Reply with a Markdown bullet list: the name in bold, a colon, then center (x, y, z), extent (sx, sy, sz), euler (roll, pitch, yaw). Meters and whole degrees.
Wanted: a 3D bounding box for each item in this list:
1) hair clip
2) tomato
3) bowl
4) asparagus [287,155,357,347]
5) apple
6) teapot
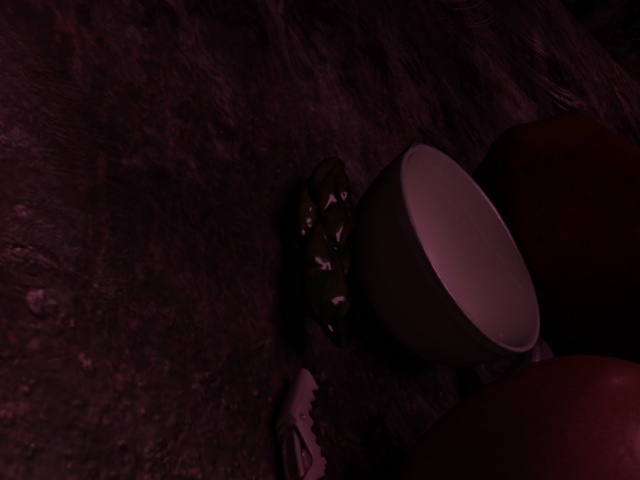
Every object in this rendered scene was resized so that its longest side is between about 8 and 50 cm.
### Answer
- **hair clip**: center (-0.020, 0.209, 0.879), extent (0.072, 0.034, 0.226), euler (29, 39, -40)
- **tomato**: center (0.228, 0.274, 0.909), extent (0.273, 0.341, 0.341), euler (5, 56, -37)
- **bowl**: center (0.132, 0.035, 1.173), extent (0.277, 0.145, 0.277), euler (37, 34, -31)
- **asparagus**: center (0.000, 0.000, 1.079), extent (0.080, 0.080, 0.287), euler (40, 38, -29)
- **apple**: center (0.354, 0.013, 1.348), extent (0.295, 0.329, 0.365), euler (11, 44, -57)
- **teapot**: center (0.255, 0.196, 1.275), extent (0.116, 0.148, 0.146), euler (-53, 126, -22)
